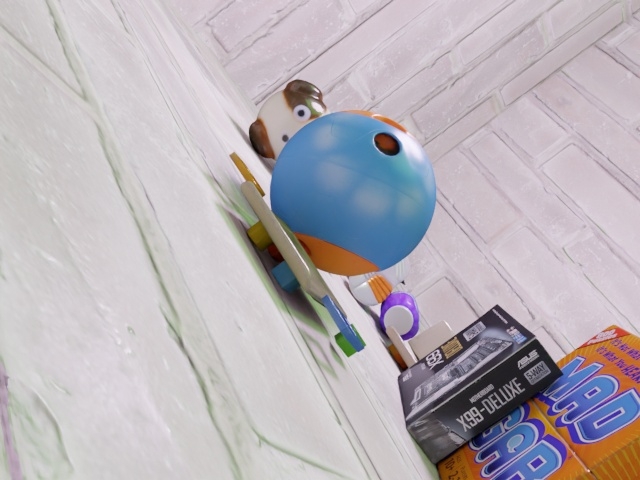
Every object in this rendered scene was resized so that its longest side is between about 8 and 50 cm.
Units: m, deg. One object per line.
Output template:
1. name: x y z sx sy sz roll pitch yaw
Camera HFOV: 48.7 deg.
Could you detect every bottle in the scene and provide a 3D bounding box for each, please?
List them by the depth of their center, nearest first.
1. bottle: 0.194 0.185 1.725 0.283 0.092 0.118 19 60 -82

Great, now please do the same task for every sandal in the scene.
1. sandal: 0.133 0.094 1.731 0.265 0.076 0.101 -24 95 -52

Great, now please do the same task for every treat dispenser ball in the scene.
1. treat dispenser ball: 0.055 -0.080 1.227 0.288 0.288 0.288 53 5 -7

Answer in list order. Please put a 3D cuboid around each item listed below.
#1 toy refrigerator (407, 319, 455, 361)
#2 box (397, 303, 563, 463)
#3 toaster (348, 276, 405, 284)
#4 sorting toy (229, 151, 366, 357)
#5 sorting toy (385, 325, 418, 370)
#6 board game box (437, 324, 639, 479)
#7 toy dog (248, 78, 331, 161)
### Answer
1. toy refrigerator: 0.301 0.306 1.707 0.094 0.102 0.269 58 -1 41
2. box: 0.255 0.231 1.207 0.076 0.242 0.307 54 6 -1
3. toaster: 0.115 0.052 1.883 0.185 0.110 0.168 56 6 31
4. sorting toy: -0.046 0.026 0.986 0.347 0.047 0.196 56 1 27
5. sorting toy: 0.216 0.304 1.550 0.208 0.038 0.193 55 2 -46
6. board game box: 0.416 0.387 0.965 0.356 0.356 0.356 54 5 -1
7. toy dog: -0.020 -0.276 1.956 0.395 0.285 0.408 55 7 23
